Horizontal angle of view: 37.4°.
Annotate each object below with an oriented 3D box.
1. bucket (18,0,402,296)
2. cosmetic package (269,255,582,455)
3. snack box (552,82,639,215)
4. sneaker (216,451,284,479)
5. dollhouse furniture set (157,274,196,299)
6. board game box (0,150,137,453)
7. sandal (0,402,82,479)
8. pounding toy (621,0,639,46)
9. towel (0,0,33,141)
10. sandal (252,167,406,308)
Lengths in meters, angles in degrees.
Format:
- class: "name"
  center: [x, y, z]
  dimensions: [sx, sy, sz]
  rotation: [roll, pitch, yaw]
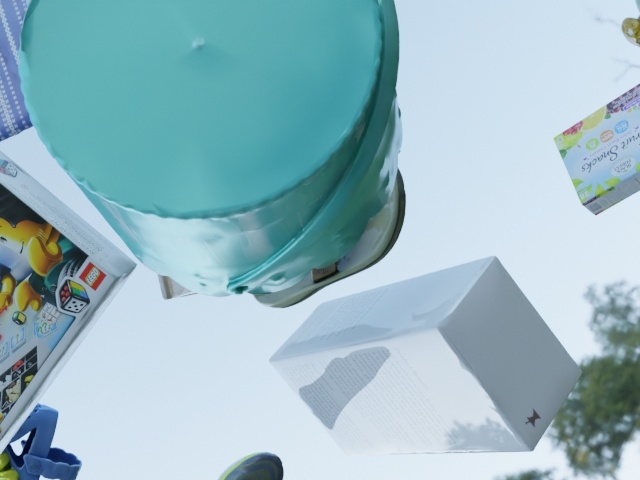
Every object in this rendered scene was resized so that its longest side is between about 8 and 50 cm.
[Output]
- class: "bucket"
  center: [-0.070, -0.108, 0.690]
  dimensions: [0.281, 0.281, 0.183]
  rotation: [-61, -10, -9]
- class: "cosmetic package"
  center: [0.141, 0.193, 1.453]
  dimensions: [0.230, 0.453, 0.161]
  rotation: [52, -123, -12]
- class: "snack box"
  center: [0.571, -0.175, 1.800]
  dimensions: [0.207, 0.174, 0.070]
  rotation: [-33, -39, 29]
- class: "sneaker"
  center: [-0.163, 0.495, 1.657]
  dimensions: [0.111, 0.121, 0.300]
  rotation: [48, -116, -10]
- class: "dollhouse furniture set"
  center: [-0.189, -0.117, 1.678]
  dimensions: [0.362, 0.256, 0.394]
  rotation: [-10, -96, -38]
- class: "board game box"
  center: [-0.338, 0.079, 0.912]
  dimensions: [0.305, 0.193, 0.053]
  rotation: [-52, -2, 18]
- class: "sandal"
  center: [-0.487, 0.301, 1.530]
  dimensions: [0.138, 0.126, 0.317]
  rotation: [-21, -73, -14]
- class: "pounding toy"
  center: [0.464, -0.312, 1.297]
  dimensions: [0.237, 0.183, 0.110]
  rotation: [36, -86, -16]
- class: "towel"
  center: [-0.352, -0.261, 1.158]
  dimensions: [0.040, 0.336, 0.243]
  rotation: [29, -142, -77]
- class: "sandal"
  center: [0.000, 0.002, 1.290]
  dimensions: [0.303, 0.120, 0.086]
  rotation: [-38, -35, 29]
